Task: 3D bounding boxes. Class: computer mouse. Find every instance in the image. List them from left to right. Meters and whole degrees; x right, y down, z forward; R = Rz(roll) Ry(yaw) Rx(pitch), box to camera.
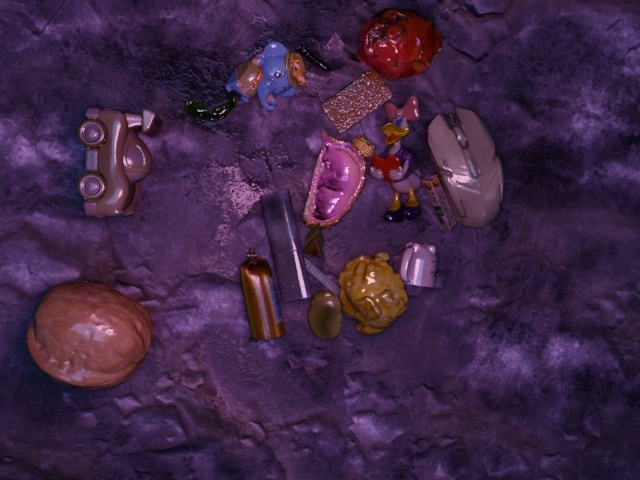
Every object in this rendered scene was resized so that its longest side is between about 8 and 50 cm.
[{"bbox_3d":[0.515,-0.246,1.920,0.228,0.145,0.429,-20,97,-2],"label":"computer mouse"}]

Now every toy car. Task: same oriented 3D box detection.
[{"bbox_3d":[-0.623,-0.239,1.748,0.226,0.242,0.336,0,93,-9],"label":"toy car"}]

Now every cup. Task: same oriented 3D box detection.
[{"bbox_3d":[0.323,0.079,1.922,0.173,0.134,0.142,6,94,-28],"label":"cup"}]

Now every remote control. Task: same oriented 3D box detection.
[{"bbox_3d":[-0.118,0.019,1.880,0.107,0.044,0.378,-14,84,12],"label":"remote control"}]

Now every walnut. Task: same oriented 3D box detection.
[{"bbox_3d":[-0.722,0.303,1.741,0.381,0.381,0.381,-1,95,-6],"label":"walnut"}]

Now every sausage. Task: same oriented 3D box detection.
[{"bbox_3d":[-0.211,0.182,1.889,0.125,0.117,0.318,-14,95,-20],"label":"sausage"}]

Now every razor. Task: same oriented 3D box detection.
[{"bbox_3d":[-0.024,0.104,1.932,0.278,0.056,0.111,42,88,-8],"label":"razor"}]

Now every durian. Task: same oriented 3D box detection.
[{"bbox_3d":[0.047,-0.192,1.894,0.191,0.112,0.341,9,102,-16],"label":"durian"}]

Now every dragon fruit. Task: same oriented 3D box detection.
[{"bbox_3d":[0.258,-0.643,1.811,0.250,0.250,0.315,41,47,-8],"label":"dragon fruit"}]

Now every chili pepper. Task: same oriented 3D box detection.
[{"bbox_3d":[-0.361,-0.438,1.846,0.182,0.050,0.073,-6,103,-2],"label":"chili pepper"}]

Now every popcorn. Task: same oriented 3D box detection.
[{"bbox_3d":[0.149,-0.322,1.907,0.082,0.083,0.057,46,123,24],"label":"popcorn"},{"bbox_3d":[0.176,0.175,1.879,0.234,0.241,0.250,10,55,-36],"label":"popcorn"}]

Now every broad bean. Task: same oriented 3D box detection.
[{"bbox_3d":[0.018,0.259,1.929,0.124,0.082,0.175,14,102,9],"label":"broad bean"}]

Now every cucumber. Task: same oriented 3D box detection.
[{"bbox_3d":[-0.024,-0.617,1.882,0.135,0.033,0.034,43,127,-8],"label":"cucumber"}]

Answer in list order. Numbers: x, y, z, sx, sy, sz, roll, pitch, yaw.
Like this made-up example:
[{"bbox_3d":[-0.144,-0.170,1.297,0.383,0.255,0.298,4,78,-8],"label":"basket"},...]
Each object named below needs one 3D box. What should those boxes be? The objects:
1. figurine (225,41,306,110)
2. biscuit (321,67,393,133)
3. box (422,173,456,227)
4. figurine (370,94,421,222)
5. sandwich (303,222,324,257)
[{"bbox_3d":[-0.171,-0.532,1.830,0.262,0.154,0.180,-29,107,14],"label":"figurine"},{"bbox_3d":[0.126,-0.480,1.907,0.231,0.025,0.131,-35,90,-1],"label":"biscuit"},{"bbox_3d":[0.413,-0.136,1.927,0.041,0.050,0.207,-39,119,-19],"label":"box"},{"bbox_3d":[0.274,-0.266,1.883,0.193,0.154,0.421,-20,104,-41],"label":"figurine"},{"bbox_3d":[0.000,0.000,1.882,0.074,0.116,0.074,19,60,-18],"label":"sandwich"}]
